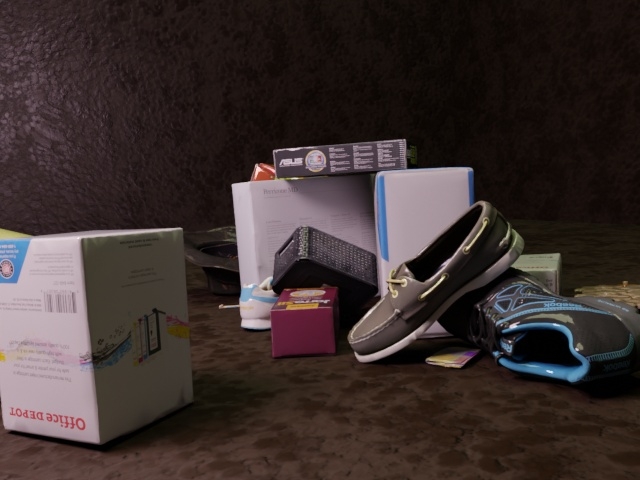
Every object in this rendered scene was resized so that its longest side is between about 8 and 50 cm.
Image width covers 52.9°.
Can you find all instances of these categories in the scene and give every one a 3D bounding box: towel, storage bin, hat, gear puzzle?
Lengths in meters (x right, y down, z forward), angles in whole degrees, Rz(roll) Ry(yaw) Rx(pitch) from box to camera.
[{"bbox_3d":[0.198,0.172,0.952,0.060,0.009,0.083,-1,5,34],"label":"towel"},{"bbox_3d":[0.009,0.063,1.228,0.180,0.084,0.122,23,-47,-22],"label":"storage bin"},{"bbox_3d":[-0.233,0.069,1.681,0.331,0.134,0.331,6,18,-2],"label":"hat"},{"bbox_3d":[0.565,0.113,1.193,0.175,0.044,0.339,-3,3,21],"label":"gear puzzle"}]

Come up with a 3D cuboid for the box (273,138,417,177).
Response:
[{"bbox_3d":[0.062,-0.171,1.364,0.270,0.060,0.216,-3,5,15],"label":"box"}]

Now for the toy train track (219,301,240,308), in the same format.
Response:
[{"bbox_3d":[-0.189,0.145,1.467,0.083,0.014,0.048,-5,5,-4],"label":"toy train track"}]

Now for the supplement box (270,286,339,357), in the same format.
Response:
[{"bbox_3d":[-0.022,0.135,1.105,0.104,0.081,0.188,-3,6,4],"label":"supplement box"}]

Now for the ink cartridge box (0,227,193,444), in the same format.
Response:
[{"bbox_3d":[-0.279,0.106,0.798,0.171,0.233,0.168,-1,4,29],"label":"ink cartridge box"}]

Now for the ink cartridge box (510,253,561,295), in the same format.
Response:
[{"bbox_3d":[0.401,0.085,1.292,0.154,0.093,0.212,-2,4,22],"label":"ink cartridge box"}]

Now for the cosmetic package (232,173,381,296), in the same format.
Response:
[{"bbox_3d":[0.000,0.000,1.442,0.377,0.284,0.097,-7,6,-32],"label":"cosmetic package"}]

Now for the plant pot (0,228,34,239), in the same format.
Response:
[{"bbox_3d":[-0.579,0.090,1.209,0.254,0.276,0.276,7,0,-26],"label":"plant pot"}]

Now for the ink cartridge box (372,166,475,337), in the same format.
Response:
[{"bbox_3d":[0.192,0.004,1.255,0.166,0.285,0.395,-3,6,4],"label":"ink cartridge box"}]

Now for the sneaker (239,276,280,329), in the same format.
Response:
[{"bbox_3d":[-0.060,0.115,1.287,0.087,0.092,0.228,-1,5,45],"label":"sneaker"}]

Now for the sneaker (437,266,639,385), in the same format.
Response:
[{"bbox_3d":[0.268,0.112,0.897,0.139,0.125,0.341,-11,10,-34],"label":"sneaker"}]

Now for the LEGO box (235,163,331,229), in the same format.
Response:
[{"bbox_3d":[0.032,-0.067,1.869,0.372,0.193,0.500,21,9,12],"label":"LEGO box"}]

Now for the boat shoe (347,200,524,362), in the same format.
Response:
[{"bbox_3d":[0.153,0.063,0.958,0.305,0.091,0.109,-39,19,9],"label":"boat shoe"}]
